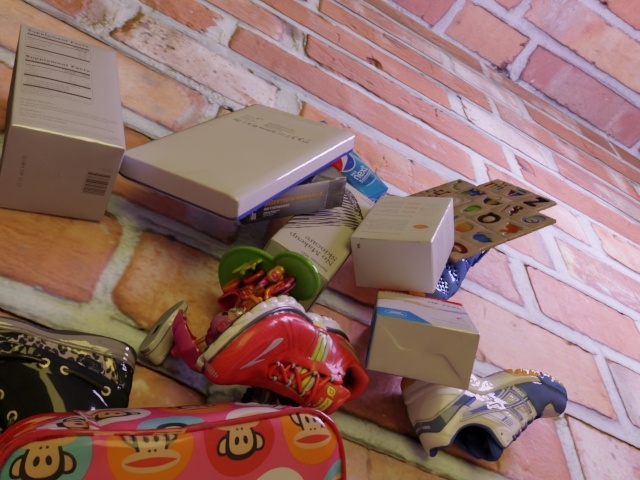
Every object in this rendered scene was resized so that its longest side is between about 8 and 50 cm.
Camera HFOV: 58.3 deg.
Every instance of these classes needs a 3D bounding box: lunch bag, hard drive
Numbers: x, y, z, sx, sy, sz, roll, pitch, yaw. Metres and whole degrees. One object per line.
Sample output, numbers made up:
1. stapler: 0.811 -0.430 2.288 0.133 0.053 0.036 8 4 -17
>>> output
1. lunch bag: -0.117 0.266 0.455 0.292 0.120 0.259 7 76 -31
2. hard drive: -0.113 -0.134 0.876 0.210 0.040 0.318 22 34 23

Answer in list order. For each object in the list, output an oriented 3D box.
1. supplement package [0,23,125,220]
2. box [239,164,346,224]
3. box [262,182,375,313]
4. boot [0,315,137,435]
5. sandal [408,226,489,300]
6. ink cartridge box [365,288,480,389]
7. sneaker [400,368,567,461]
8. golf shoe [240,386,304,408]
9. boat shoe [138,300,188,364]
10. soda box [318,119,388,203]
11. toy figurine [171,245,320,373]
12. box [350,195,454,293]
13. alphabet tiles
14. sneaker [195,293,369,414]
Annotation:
1. supplement package: -0.362 -0.167 0.801 0.133 0.139 0.244 9 43 -31
2. box: -0.096 -0.116 0.946 0.182 0.056 0.231 -13 37 -30
3. box: 0.000 0.000 0.951 0.113 0.094 0.275 35 34 2
4. boot: -0.286 0.166 0.519 0.236 0.085 0.179 13 42 -30
5. sandal: 0.251 0.022 1.103 0.126 0.138 0.317 46 37 4
6. ink cartridge box: 0.139 0.128 0.821 0.134 0.078 0.231 10 7 5
7. sneaker: 0.256 0.267 0.859 0.296 0.112 0.131 7 50 -22
8. golf shoe: -0.055 0.238 0.637 0.093 0.077 0.198 28 36 -11
9. boat shoe: -0.187 0.115 0.714 0.035 0.035 0.100 56 25 -19
10. soda box: 0.037 -0.145 1.167 0.067 0.071 0.210 -26 66 -36
11. toy figurine: -0.103 0.094 0.700 0.130 0.173 0.159 61 39 -13
12. box: 0.139 0.001 0.938 0.130 0.091 0.170 4 28 24
13. alphabet tiles: 0.267 -0.049 1.115 0.342 0.011 0.285 -19 28 -19
14. sneaker: -0.020 0.141 0.647 0.118 0.107 0.279 51 16 28
